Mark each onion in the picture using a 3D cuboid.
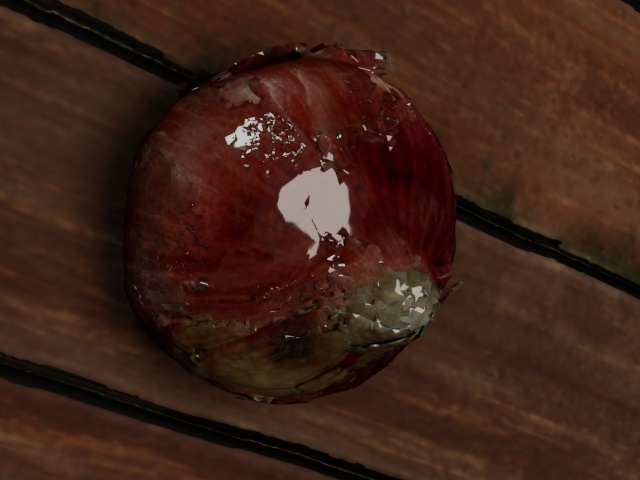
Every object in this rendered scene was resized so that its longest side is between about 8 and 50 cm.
[{"bbox_3d":[0.000,0.000,0.794,0.184,0.147,0.184,-17,118,-35],"label":"onion"}]
